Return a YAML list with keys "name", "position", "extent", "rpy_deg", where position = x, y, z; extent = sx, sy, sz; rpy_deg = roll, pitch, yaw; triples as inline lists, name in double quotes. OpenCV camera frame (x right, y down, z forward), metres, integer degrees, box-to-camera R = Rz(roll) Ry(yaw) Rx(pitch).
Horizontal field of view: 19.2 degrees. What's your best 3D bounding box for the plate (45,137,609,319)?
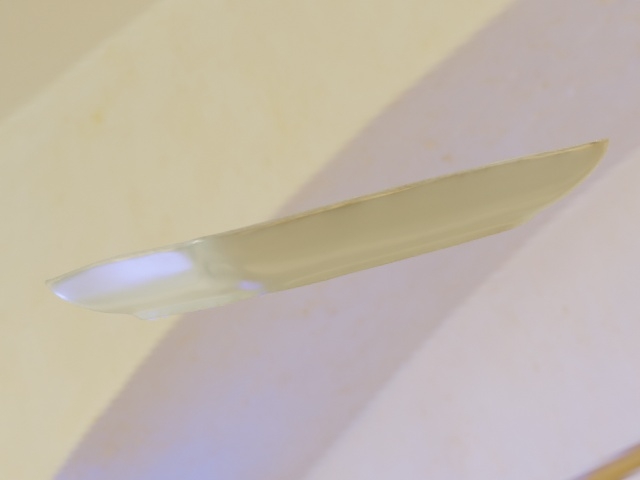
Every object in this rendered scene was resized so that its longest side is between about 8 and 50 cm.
- name: "plate"
  position: [0.000, 0.000, 1.163]
  extent: [0.277, 0.045, 0.278]
  rpy_deg: [-14, 0, -26]
